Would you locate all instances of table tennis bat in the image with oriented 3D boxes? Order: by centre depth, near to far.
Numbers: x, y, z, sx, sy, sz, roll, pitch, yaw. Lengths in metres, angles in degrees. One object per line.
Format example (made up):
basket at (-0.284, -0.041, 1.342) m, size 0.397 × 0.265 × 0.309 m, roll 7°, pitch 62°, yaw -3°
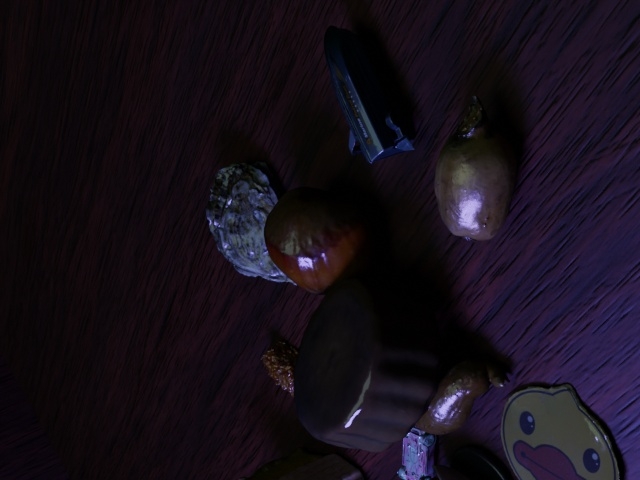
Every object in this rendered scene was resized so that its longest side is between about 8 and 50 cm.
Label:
table tennis bat at (0.307, 0.448, 1.722) m, size 0.236 × 0.027 × 0.150 m, roll 33°, pitch 134°, yaw 42°

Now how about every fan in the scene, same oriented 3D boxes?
fan at (0.368, 0.374, 1.582) m, size 0.229 × 0.011 × 0.335 m, roll 27°, pitch 123°, yaw 44°

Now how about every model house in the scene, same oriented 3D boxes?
model house at (-0.028, 0.535, 2.084) m, size 0.234 × 0.193 × 0.175 m, roll -26°, pitch 84°, yaw 56°

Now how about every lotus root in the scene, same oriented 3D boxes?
lotus root at (0.226, -0.100, 1.463) m, size 0.125 × 0.118 × 0.221 m, roll 17°, pitch 125°, yaw 30°

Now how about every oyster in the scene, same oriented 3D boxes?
oyster at (-0.128, -0.029, 2.009) m, size 0.198 × 0.112 × 0.268 m, roll -14°, pitch 88°, yaw 35°

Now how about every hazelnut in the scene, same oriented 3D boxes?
hazelnut at (-0.006, 0.007, 1.774) m, size 0.210 × 0.186 × 0.210 m, roll 0°, pitch 90°, yaw 32°

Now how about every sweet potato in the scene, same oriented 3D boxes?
sweet potato at (0.202, 0.268, 1.708) m, size 0.310 × 0.098 × 0.124 m, roll -18°, pitch 64°, yaw 59°

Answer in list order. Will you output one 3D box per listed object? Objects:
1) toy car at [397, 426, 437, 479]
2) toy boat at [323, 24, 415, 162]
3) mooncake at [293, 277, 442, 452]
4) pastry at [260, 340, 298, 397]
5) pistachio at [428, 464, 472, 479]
toy car at (0.183, 0.396, 1.839) m, size 0.069 × 0.055 × 0.142 m, roll 13°, pitch 104°, yaw 50°
toy boat at (0.066, -0.239, 1.623) m, size 0.103 × 0.093 × 0.246 m, roll -28°, pitch 85°, yaw 48°
mooncake at (0.080, 0.214, 1.700) m, size 0.290 × 0.161 × 0.290 m, roll -44°, pitch 37°, yaw 47°
pastry at (-0.063, 0.281, 2.107) m, size 0.169 × 0.063 × 0.087 m, roll 35°, pitch 131°, yaw 40°
pistachio at (0.244, 0.479, 1.703) m, size 0.223 × 0.126 × 0.152 m, roll 47°, pitch 179°, yaw 34°
